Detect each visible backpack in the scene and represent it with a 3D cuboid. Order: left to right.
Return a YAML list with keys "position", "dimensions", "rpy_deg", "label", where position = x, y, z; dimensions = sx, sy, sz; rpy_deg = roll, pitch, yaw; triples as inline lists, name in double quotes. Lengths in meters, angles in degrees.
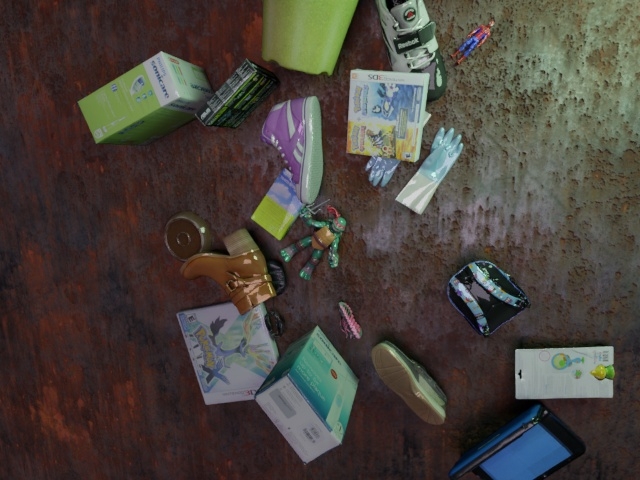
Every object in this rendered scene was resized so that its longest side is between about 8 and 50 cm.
- position: [0.412, 0.132, 1.047]
  dimensions: [0.173, 0.117, 0.158]
  rpy_deg: [46, 108, 1]
  label: "backpack"

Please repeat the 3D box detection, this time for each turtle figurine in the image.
- position: [0.000, 0.000, 1.124]
  dimensions: [0.234, 0.118, 0.175]
  rpy_deg: [-45, 74, 33]
  label: "turtle figurine"

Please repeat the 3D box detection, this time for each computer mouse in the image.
- position: [-0.138, 0.175, 1.233]
  dimensions: [0.071, 0.041, 0.243]
  rpy_deg: [0, 102, 0]
  label: "computer mouse"

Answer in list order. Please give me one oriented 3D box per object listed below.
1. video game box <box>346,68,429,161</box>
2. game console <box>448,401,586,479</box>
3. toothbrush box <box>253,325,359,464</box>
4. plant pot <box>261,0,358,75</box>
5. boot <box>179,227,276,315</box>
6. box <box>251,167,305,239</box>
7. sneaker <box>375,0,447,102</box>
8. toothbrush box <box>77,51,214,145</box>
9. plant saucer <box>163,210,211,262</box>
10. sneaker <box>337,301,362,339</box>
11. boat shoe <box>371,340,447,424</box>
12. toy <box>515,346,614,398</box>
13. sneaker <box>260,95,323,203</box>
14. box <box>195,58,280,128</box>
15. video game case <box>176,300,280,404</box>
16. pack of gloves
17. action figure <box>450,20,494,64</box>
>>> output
- position: [0.160, -0.310, 1.015]
  dimensions: [0.186, 0.048, 0.206]
  rpy_deg: [14, 118, 26]
  label: "video game box"
- position: [0.528, 0.590, 1.094]
  dimensions: [0.293, 0.250, 0.173]
  rpy_deg: [-48, 61, 18]
  label: "game console"
- position: [-0.023, 0.402, 1.120]
  dimensions: [0.126, 0.295, 0.216]
  rpy_deg: [-37, 90, 17]
  label: "toothbrush box"
- position: [-0.031, -0.537, 0.961]
  dimensions: [0.275, 0.276, 0.254]
  rpy_deg: [19, 116, 9]
  label: "plant pot"
- position: [-0.270, 0.118, 1.206]
  dimensions: [0.283, 0.109, 0.220]
  rpy_deg: [-28, 87, 18]
  label: "boot"
- position: [-0.106, -0.104, 1.166]
  dimensions: [0.109, 0.042, 0.178]
  rpy_deg: [37, 106, 3]
  label: "box"
- position: [0.202, -0.484, 0.959]
  dimensions: [0.122, 0.146, 0.331]
  rpy_deg: [-24, 96, 16]
  label: "sneaker"
- position: [-0.456, -0.369, 1.113]
  dimensions: [0.282, 0.206, 0.122]
  rpy_deg: [-19, 96, 18]
  label: "toothbrush box"
- position: [-0.420, -0.006, 1.273]
  dimensions: [0.168, 0.029, 0.169]
  rpy_deg: [3, 103, 14]
  label: "plant saucer"
- position: [0.073, 0.238, 1.196]
  dimensions: [0.057, 0.047, 0.120]
  rpy_deg: [-25, 93, 29]
  label: "sneaker"
- position: [0.254, 0.386, 1.154]
  dimensions: [0.285, 0.092, 0.102]
  rpy_deg: [48, 133, -2]
  label: "boat shoe"
- position: [0.626, 0.338, 1.070]
  dimensions: [0.236, 0.056, 0.137]
  rpy_deg: [-3, 97, 10]
  label: "toy"
- position: [-0.080, -0.234, 1.100]
  dimensions: [0.160, 0.102, 0.283]
  rpy_deg: [-2, 84, 18]
  label: "sneaker"
- position: [-0.208, -0.369, 1.061]
  dimensions: [0.190, 0.184, 0.045]
  rpy_deg: [-39, 89, 19]
  label: "box"
- position: [-0.281, 0.357, 1.310]
  dimensions: [0.299, 0.036, 0.330]
  rpy_deg: [-13, 98, 16]
  label: "video game case"
- position: [0.237, -0.212, 1.057]
  dimensions: [0.194, 0.046, 0.232]
  rpy_deg: [31, 107, 5]
  label: "pack of gloves"
- position: [0.366, -0.475, 0.980]
  dimensions: [0.115, 0.030, 0.038]
  rpy_deg: [-44, 84, 16]
  label: "action figure"
